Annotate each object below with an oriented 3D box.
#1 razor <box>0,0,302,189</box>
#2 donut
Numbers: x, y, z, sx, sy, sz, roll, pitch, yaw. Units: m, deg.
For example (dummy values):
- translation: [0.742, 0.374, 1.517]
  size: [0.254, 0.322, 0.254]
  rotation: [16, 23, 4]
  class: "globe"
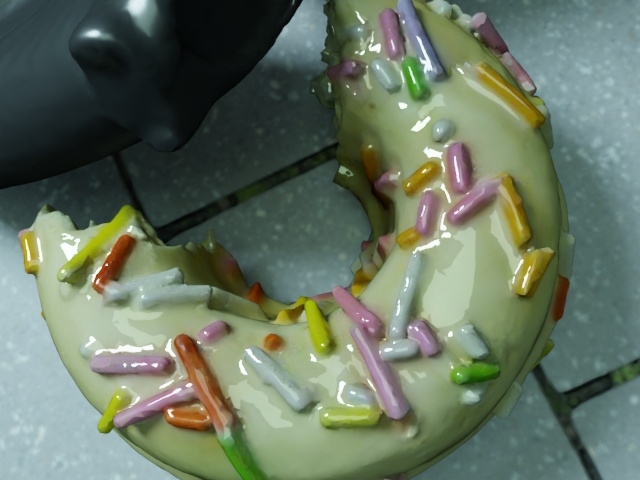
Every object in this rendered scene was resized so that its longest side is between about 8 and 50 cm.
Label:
- translation: [-0.169, -0.126, 0.432]
  size: [0.349, 0.113, 0.204]
  rotation: [-3, 50, 34]
  class: "razor"
- translation: [-0.002, 0.010, 0.436]
  size: [0.371, 0.150, 0.307]
  rotation: [-38, 76, -3]
  class: "donut"
